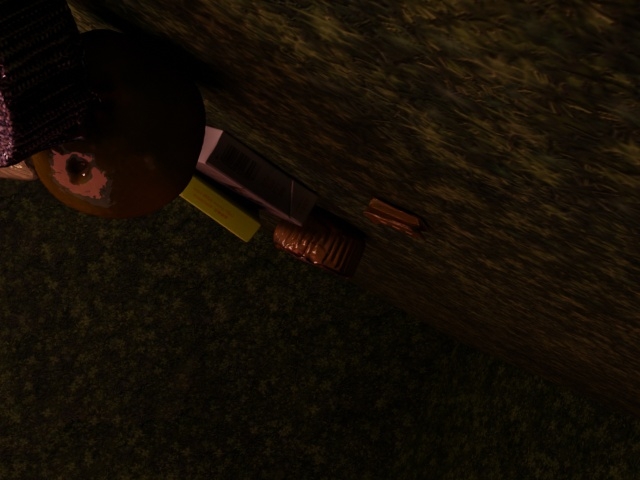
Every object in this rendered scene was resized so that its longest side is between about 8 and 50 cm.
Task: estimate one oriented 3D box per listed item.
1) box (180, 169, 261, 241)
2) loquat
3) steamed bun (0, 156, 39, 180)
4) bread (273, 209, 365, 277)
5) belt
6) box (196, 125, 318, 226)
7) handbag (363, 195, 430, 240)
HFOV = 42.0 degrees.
[{"bbox_3d":[-0.200,-0.100,1.561,0.187,0.047,0.335,35,-172,-12],"label":"box"},{"bbox_3d":[-0.230,-0.130,0.959,0.213,0.213,0.246,28,176,6],"label":"loquat"},{"bbox_3d":[-0.709,-0.281,1.820,0.289,0.203,0.276,15,141,9],"label":"steamed bun"},{"bbox_3d":[-0.001,0.000,1.672,0.199,0.104,0.199,25,178,1],"label":"bread"},{"bbox_3d":[-0.345,-0.199,0.755,0.325,0.122,0.260,20,140,34],"label":"belt"},{"bbox_3d":[-0.132,-0.114,1.405,0.233,0.067,0.149,33,176,-40],"label":"box"},{"bbox_3d":[0.105,-0.028,1.147,0.083,0.027,0.061,25,173,28],"label":"handbag"}]
